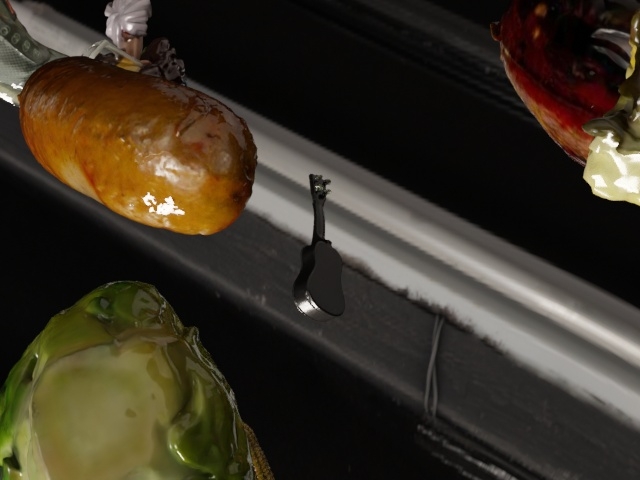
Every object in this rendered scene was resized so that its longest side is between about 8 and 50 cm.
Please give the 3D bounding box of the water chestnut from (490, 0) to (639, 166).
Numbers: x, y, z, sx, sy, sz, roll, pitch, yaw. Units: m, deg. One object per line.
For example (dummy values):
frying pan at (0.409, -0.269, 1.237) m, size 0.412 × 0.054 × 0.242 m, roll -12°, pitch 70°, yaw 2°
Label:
water chestnut at (0.346, -0.181, 0.946) m, size 0.350 × 0.302 × 0.351 m, roll -5°, pitch -135°, yaw 5°

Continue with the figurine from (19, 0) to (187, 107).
figurine at (-0.204, -0.151, 0.952) m, size 0.175 × 0.116 × 0.240 m, roll -45°, pitch -155°, yaw 4°

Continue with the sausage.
sausage at (-0.129, -0.070, 0.578) m, size 0.102 × 0.302 × 0.076 m, roll 7°, pitch -79°, yaw -25°

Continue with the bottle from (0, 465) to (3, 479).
bottle at (-0.459, 0.285, 0.995) m, size 0.346 × 0.168 × 0.169 m, roll 3°, pitch -120°, yaw 5°

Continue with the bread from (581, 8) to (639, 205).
bread at (0.257, -0.106, 0.471) m, size 0.204 × 0.162 × 0.262 m, roll 16°, pitch -105°, yaw 26°

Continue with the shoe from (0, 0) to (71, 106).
shoe at (-0.486, -0.312, 1.411) m, size 0.336 × 0.171 × 0.132 m, roll 8°, pitch -141°, yaw -35°

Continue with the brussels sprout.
brussels sprout at (-0.130, 0.128, 0.625) m, size 0.161 × 0.223 × 0.223 m, roll 0°, pitch -122°, yaw -22°

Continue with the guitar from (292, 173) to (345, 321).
guitar at (0.002, -0.001, 1.462) m, size 0.038 × 0.084 × 0.271 m, roll -27°, pitch -134°, yaw 34°

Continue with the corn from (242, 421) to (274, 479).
corn at (-0.094, 0.327, 1.272) m, size 0.068 × 0.068 × 0.207 m, roll -26°, pitch -76°, yaw -14°
